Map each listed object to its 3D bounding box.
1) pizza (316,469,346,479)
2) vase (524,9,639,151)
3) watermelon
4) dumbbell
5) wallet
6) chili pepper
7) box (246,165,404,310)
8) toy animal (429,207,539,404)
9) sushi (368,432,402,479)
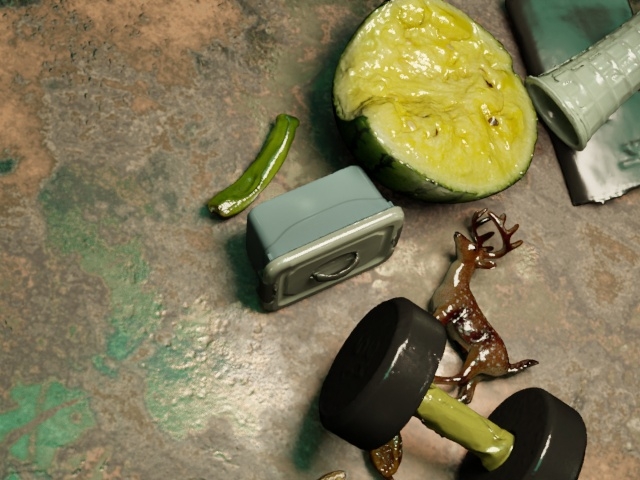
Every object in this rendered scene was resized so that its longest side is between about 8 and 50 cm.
[{"bbox_3d":[0.006,0.354,1.580,0.083,0.016,0.037,-38,81,-21],"label":"pizza"},{"bbox_3d":[0.470,-0.282,1.694,0.299,0.143,0.143,-38,82,0],"label":"vase"},{"bbox_3d":[0.153,-0.190,1.679,0.331,0.189,0.330,11,69,-29],"label":"watermelon"},{"bbox_3d":[0.179,0.239,1.509,0.322,0.204,0.203,33,70,-14],"label":"dumbbell"},{"bbox_3d":[0.443,-0.249,1.785,0.197,0.051,0.377,-17,84,2],"label":"wallet"},{"bbox_3d":[-0.094,-0.107,1.685,0.052,0.050,0.201,30,71,17],"label":"chili pepper"},{"bbox_3d":[0.000,0.000,1.615,0.227,0.162,0.130,-24,68,-16],"label":"box"},{"bbox_3d":[0.218,0.104,1.669,0.260,0.087,0.243,-30,93,-17],"label":"toy animal"},{"bbox_3d":[0.095,0.296,1.597,0.050,0.047,0.099,13,88,7],"label":"sushi"}]
